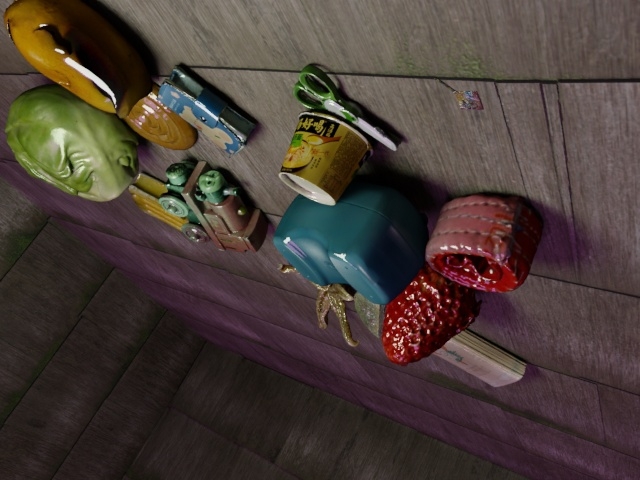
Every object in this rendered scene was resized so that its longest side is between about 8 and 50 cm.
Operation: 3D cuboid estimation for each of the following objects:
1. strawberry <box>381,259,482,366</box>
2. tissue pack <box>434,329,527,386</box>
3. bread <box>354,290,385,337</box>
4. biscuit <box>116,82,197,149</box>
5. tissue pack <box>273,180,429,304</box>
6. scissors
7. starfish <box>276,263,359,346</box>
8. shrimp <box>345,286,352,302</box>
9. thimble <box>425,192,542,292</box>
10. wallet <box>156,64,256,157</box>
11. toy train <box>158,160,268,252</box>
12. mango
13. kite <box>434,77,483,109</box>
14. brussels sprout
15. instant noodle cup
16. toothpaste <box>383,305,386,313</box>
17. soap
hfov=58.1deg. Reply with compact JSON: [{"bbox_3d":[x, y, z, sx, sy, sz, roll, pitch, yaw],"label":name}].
[{"bbox_3d":[0.229,0.172,1.293,0.205,0.244,0.205,29,161,11],"label":"strawberry"},{"bbox_3d":[0.387,0.299,1.603,0.325,0.071,0.170,29,156,3],"label":"tissue pack"},{"bbox_3d":[0.137,0.198,1.684,0.112,0.036,0.193,36,146,33],"label":"bread"},{"bbox_3d":[-0.405,-0.297,1.348,0.262,0.037,0.262,26,158,12],"label":"biscuit"},{"bbox_3d":[0.065,-0.015,1.124,0.287,0.206,0.198,10,150,51],"label":"tissue pack"},{"bbox_3d":[0.047,-0.214,0.972,0.204,0.027,0.101,33,163,-6],"label":"scissors"},{"bbox_3d":[0.009,0.156,1.719,0.327,0.094,0.375,34,147,31],"label":"starfish"},{"bbox_3d":[0.064,0.155,1.762,0.083,0.023,0.114,30,158,11],"label":"shrimp"},{"bbox_3d":[0.287,0.006,1.020,0.163,0.125,0.190,39,156,-29],"label":"thimble"},{"bbox_3d":[-0.234,-0.260,1.183,0.202,0.059,0.141,38,164,-14],"label":"wallet"},{"bbox_3d":[-0.282,-0.088,1.526,0.222,0.150,0.304,9,150,21],"label":"toy train"},{"bbox_3d":[-0.466,-0.363,1.123,0.287,0.152,0.201,40,153,-25],"label":"mango"},{"bbox_3d":[0.201,-0.210,0.821,0.078,0.002,0.044,40,156,-25],"label":"kite"},{"bbox_3d":[-0.631,-0.248,1.465,0.328,0.247,0.328,34,163,11],"label":"brussels sprout"},{"bbox_3d":[0.003,-0.141,1.028,0.151,0.122,0.151,26,173,3],"label":"instant noodle cup"},{"bbox_3d":[0.186,0.196,1.682,0.064,0.041,0.218,42,154,-2],"label":"toothpaste"},{"bbox_3d":[-0.450,-0.097,1.778,0.258,0.080,0.160,27,159,7],"label":"soap"}]
